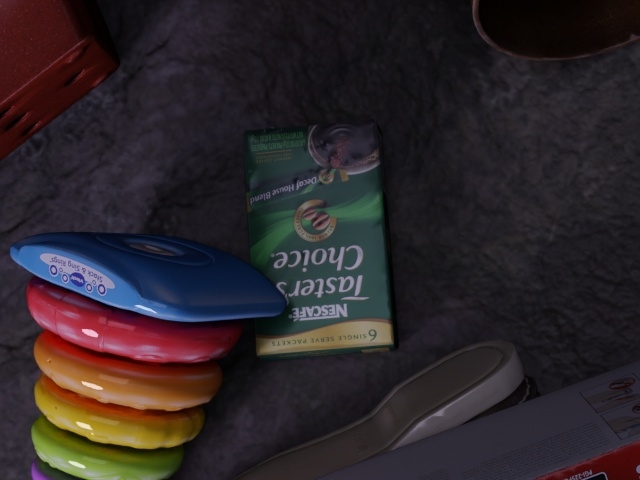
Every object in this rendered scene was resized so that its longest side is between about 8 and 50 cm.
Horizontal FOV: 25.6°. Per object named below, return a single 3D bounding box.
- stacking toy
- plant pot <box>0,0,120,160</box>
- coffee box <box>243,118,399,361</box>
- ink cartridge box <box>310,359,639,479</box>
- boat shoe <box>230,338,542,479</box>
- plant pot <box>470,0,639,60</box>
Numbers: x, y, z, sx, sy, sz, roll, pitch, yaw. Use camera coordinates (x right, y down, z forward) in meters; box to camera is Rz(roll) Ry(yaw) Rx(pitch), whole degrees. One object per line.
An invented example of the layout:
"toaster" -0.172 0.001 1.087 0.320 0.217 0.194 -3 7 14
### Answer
"stacking toy" -0.158 0.149 1.060 0.175 0.165 0.302 19 100 32
"plant pot" -0.303 -0.181 1.082 0.267 0.267 0.236 -38 91 -2
"coffee box" 0.000 0.000 1.112 0.113 0.040 0.184 -4 79 6
"ink cartridge box" 0.169 0.254 0.946 0.309 0.130 0.272 -20 104 -1
"boat shoe" 0.023 0.193 1.041 0.324 0.116 0.097 -31 105 5
"plant pot" 0.189 -0.295 1.078 0.215 0.215 0.230 -16 65 3
